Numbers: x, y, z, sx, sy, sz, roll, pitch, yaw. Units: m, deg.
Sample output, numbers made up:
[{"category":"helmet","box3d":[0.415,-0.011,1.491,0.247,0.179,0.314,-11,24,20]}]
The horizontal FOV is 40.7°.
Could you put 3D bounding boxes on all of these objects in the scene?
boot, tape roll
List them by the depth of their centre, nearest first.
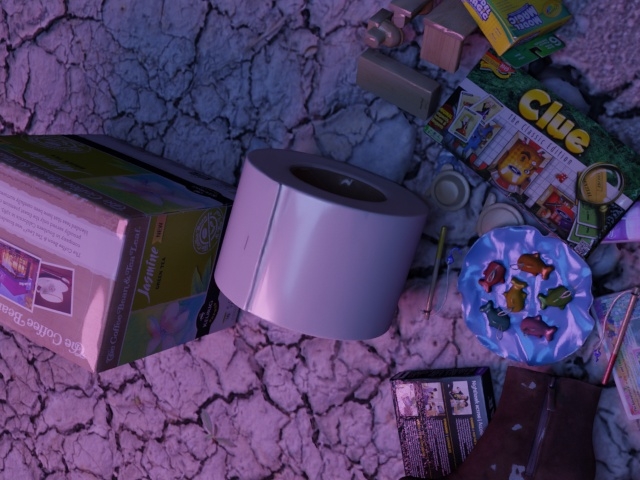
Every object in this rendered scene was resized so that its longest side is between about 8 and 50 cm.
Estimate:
[{"category":"boot","box3d":[0.223,0.261,1.095,0.248,0.090,0.207,8,84,9]},{"category":"tape roll","box3d":[0.000,0.000,1.113,0.246,0.246,0.169,24,109,23]}]

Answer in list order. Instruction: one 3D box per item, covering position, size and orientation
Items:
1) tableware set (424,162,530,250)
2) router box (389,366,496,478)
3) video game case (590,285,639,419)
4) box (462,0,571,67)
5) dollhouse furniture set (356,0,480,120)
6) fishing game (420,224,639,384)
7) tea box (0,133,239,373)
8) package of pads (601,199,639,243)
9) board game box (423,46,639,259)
[{"category":"tableware set","box3d":[0.219,-0.074,1.113,0.168,0.020,0.141,40,114,16]},{"category":"router box","box3d":[0.174,0.266,1.171,0.133,0.046,0.179,-7,94,27]},{"category":"video game case","box3d":[0.417,0.127,1.038,0.143,0.019,0.157,-19,89,29]},{"category":"box","box3d":[0.221,-0.295,1.029,0.179,0.105,0.043,58,149,7]},{"category":"dollhouse furniture set","box3d":[0.144,-0.261,1.121,0.144,0.123,0.151,32,146,21]},{"category":"fishing game","box3d":[0.255,0.072,1.086,0.264,0.041,0.189,23,114,25]},{"category":"tea box","box3d":[-0.315,-0.002,1.235,0.329,0.323,0.220,22,107,23]},{"category":"package of pads","box3d":[0.353,-0.022,1.042,0.083,0.032,0.050,-3,92,28]},{"category":"board game box","box3d":[0.263,-0.109,1.051,0.259,0.030,0.136,42,96,21]}]
